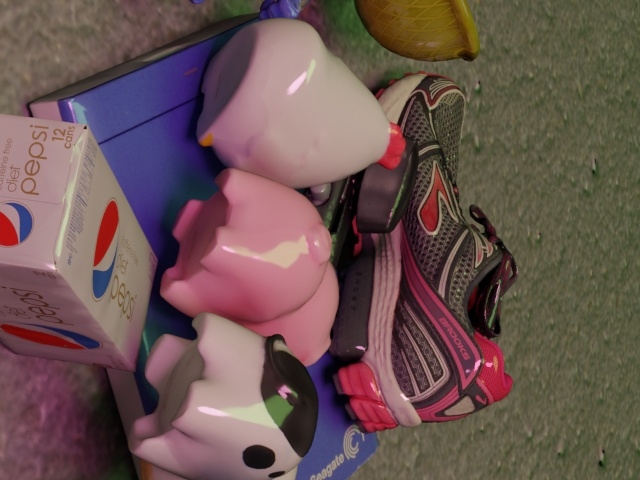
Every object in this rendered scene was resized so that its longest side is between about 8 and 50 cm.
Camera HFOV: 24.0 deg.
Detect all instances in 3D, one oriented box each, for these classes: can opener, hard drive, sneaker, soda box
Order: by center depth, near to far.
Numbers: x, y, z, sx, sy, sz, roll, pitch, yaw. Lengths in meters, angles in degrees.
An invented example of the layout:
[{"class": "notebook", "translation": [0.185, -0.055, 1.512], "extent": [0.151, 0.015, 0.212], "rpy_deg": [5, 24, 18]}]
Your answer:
[{"class": "soda box", "translation": [-0.135, 0.007, 0.739], "extent": [0.216, 0.073, 0.069], "rpy_deg": [83, 15, -73]}, {"class": "hard drive", "translation": [-0.061, 0.035, 0.957], "extent": [0.210, 0.040, 0.319], "rpy_deg": [-34, 116, -51]}, {"class": "can opener", "translation": [0.000, 0.000, 0.962], "extent": [0.186, 0.073, 0.059], "rpy_deg": [-65, 146, -21]}, {"class": "sneaker", "translation": [0.085, 0.004, 1.076], "extent": [0.121, 0.112, 0.299], "rpy_deg": [58, 30, -48]}]

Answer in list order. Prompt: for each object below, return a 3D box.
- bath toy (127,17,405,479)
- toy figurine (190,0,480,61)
[{"class": "bath toy", "translation": [-0.030, 0.040, 0.850], "extent": [0.129, 0.151, 0.348], "rpy_deg": [23, 60, -23]}, {"class": "toy figurine", "translation": [-0.060, -0.218, 0.936], "extent": [0.217, 0.191, 0.363], "rpy_deg": [-38, 132, -14]}]
